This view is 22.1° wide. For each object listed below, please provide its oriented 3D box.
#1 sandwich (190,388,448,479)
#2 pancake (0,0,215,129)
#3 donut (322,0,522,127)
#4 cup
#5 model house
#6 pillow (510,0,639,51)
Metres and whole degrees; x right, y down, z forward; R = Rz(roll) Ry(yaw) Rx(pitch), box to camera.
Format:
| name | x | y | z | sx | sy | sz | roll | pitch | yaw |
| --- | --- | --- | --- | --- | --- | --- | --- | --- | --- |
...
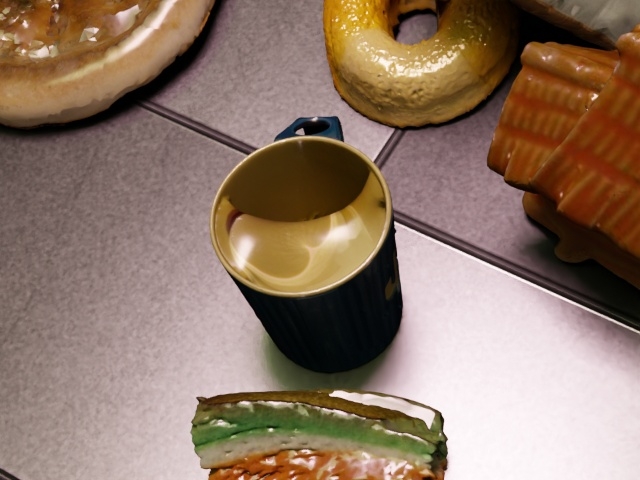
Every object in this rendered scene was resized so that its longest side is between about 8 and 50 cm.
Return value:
| name | x | y | z | sx | sy | sz | roll | pitch | yaw |
| --- | --- | --- | --- | --- | --- | --- | --- | --- | --- |
| sandwich | 0.003 | 0.183 | 1.155 | 0.184 | 0.109 | 0.160 | 3 | 81 | 11 |
| pancake | -0.255 | -0.274 | 1.478 | 0.382 | 0.071 | 0.382 | -5 | 61 | 8 |
| donut | 0.079 | -0.191 | 1.361 | 0.174 | 0.075 | 0.190 | 9 | 63 | 15 |
| cup | 0.000 | 0.000 | 1.222 | 0.131 | 0.155 | 0.176 | 0 | 59 | 11 |
| model house | 0.251 | -0.080 | 1.164 | 0.219 | 0.229 | 0.199 | -40 | 57 | -10 |
| pillow | 0.160 | -0.304 | 1.311 | 0.119 | 0.310 | 0.312 | -29 | 51 | 37 |
